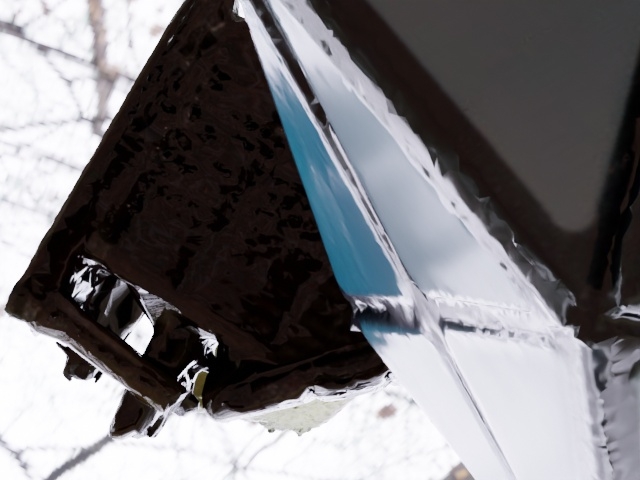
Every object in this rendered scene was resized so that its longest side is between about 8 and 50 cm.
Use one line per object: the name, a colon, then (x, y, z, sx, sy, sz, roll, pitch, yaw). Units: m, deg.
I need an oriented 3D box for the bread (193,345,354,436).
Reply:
bread: (0.000, 0.000, 1.513, 0.233, 0.362, 0.245, 26, -140, -23)

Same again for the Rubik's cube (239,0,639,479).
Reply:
Rubik's cube: (0.141, -0.031, 0.584, 0.250, 0.246, 0.248, -28, -132, -8)

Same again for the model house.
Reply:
model house: (-0.003, 0.018, 0.998, 0.282, 0.317, 0.297, 25, -99, 1)
